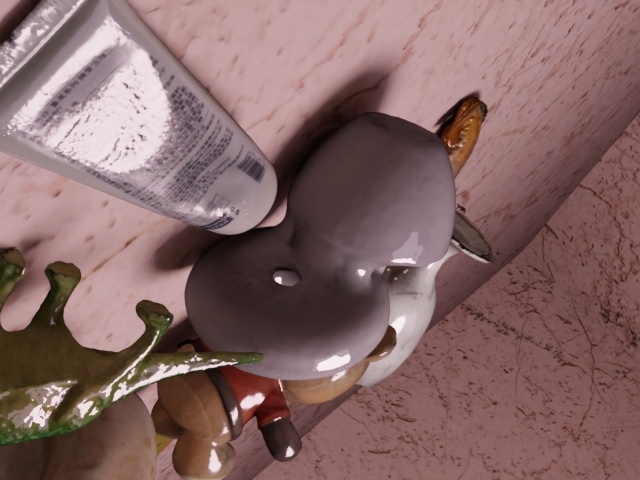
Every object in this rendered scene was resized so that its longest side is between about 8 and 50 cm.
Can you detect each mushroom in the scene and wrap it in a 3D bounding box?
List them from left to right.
[{"bbox_3d":[-0.276,0.218,0.711,0.243,0.243,0.243,-39,164,-13],"label":"mushroom"}]

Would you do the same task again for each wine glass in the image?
[{"bbox_3d":[0.132,0.091,1.376,0.357,0.190,0.190,-52,162,21],"label":"wine glass"}]

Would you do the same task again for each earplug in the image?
[{"bbox_3d":[0.007,0.004,0.825,0.325,0.214,0.175,-45,147,-14],"label":"earplug"}]

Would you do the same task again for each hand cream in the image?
[{"bbox_3d":[-0.115,-0.071,0.573,0.124,0.077,0.341,-44,157,5],"label":"hand cream"}]

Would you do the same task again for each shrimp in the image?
[{"bbox_3d":[0.153,-0.100,1.144,0.262,0.066,0.117,-56,151,-8],"label":"shrimp"}]

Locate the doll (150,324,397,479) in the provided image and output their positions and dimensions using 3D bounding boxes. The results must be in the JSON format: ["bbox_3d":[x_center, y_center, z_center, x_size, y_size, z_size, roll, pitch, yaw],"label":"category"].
[{"bbox_3d":[-0.077,0.152,1.021,0.330,0.235,0.174,-30,126,-20],"label":"doll"}]

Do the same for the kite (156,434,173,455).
[{"bbox_3d":[-0.360,0.382,1.236,0.378,0.013,0.327,-27,158,-39],"label":"kite"}]

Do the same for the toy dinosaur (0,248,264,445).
[{"bbox_3d":[-0.257,0.157,0.597,0.447,0.087,0.300,18,103,-38],"label":"toy dinosaur"}]
